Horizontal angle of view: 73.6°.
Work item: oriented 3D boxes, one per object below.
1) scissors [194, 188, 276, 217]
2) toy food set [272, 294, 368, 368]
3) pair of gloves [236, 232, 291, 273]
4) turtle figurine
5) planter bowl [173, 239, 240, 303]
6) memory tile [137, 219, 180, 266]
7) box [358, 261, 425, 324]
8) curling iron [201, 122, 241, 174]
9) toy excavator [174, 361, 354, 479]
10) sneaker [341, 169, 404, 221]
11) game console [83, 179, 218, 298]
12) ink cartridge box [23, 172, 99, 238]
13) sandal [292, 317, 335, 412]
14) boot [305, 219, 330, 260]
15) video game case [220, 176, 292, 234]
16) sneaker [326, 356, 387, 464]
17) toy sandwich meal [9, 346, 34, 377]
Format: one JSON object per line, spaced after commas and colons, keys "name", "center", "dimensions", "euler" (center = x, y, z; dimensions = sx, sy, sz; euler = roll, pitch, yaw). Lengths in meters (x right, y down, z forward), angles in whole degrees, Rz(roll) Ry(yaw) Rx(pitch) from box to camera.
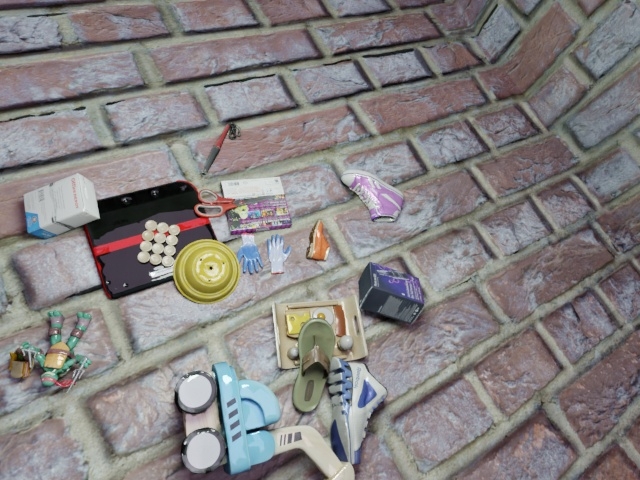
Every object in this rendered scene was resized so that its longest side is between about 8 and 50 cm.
{"name": "scissors", "center": [-0.300, -0.125, 1.535], "dimensions": [0.297, 0.021, 0.108], "euler": [3, 66, -23]}
{"name": "toy food set", "center": [-0.005, 0.297, 1.430], "dimensions": [0.306, 0.092, 0.219], "euler": [-1, 66, -19]}
{"name": "pair of gloves", "center": [-0.201, 0.046, 1.531], "dimensions": [0.198, 0.023, 0.159], "euler": [2, 65, -16]}
{"name": "turtle figurine", "center": [-0.725, 0.310, 1.179], "dimensions": [0.175, 0.118, 0.234], "euler": [18, 44, -25]}
{"name": "planter bowl", "center": [-0.360, 0.094, 1.387], "dimensions": [0.217, 0.090, 0.217], "euler": [5, 77, -21]}
{"name": "memory tile", "center": [-0.527, 0.010, 1.396], "dimensions": [0.113, 0.012, 0.148], "euler": [11, 68, -16]}
{"name": "box", "center": [0.248, 0.186, 1.526], "dimensions": [0.207, 0.108, 0.153], "euler": [19, 32, -10]}
{"name": "curling iron", "center": [-0.387, -0.360, 1.660], "dimensions": [0.068, 0.035, 0.274], "euler": [28, 60, -3]}
{"name": "toy excavator", "center": [-0.156, 0.539, 1.189], "dimensions": [0.445, 0.222, 0.432], "euler": [-7, 68, -21]}
{"name": "sneaker", "center": [0.200, -0.172, 1.723], "dimensions": [0.282, 0.102, 0.161], "euler": [24, 63, -5]}
{"name": "game console", "center": [-0.559, -0.019, 1.435], "dimensions": [0.387, 0.060, 0.341], "euler": [-19, 78, -24]}
{"name": "ink cartridge box", "center": [-0.807, -0.106, 1.334], "dimensions": [0.191, 0.082, 0.139], "euler": [-20, 71, 1]}
{"name": "sandal", "center": [-0.013, 0.389, 1.320], "dimensions": [0.120, 0.086, 0.302], "euler": [6, 92, -17]}
{"name": "boot", "center": [0.000, 0.000, 1.602], "dimensions": [0.085, 0.059, 0.157], "euler": [15, 70, -14]}
{"name": "video game case", "center": [-0.240, -0.134, 1.593], "dimensions": [0.232, 0.042, 0.210], "euler": [-8, 68, -21]}
{"name": "sneaker", "center": [0.128, 0.524, 1.338], "dimensions": [0.182, 0.127, 0.315], "euler": [5, 70, -24]}
{"name": "toy sandwich meal", "center": [-0.820, 0.334, 1.166], "dimensions": [0.086, 0.029, 0.085], "euler": [0, 90, 17]}
